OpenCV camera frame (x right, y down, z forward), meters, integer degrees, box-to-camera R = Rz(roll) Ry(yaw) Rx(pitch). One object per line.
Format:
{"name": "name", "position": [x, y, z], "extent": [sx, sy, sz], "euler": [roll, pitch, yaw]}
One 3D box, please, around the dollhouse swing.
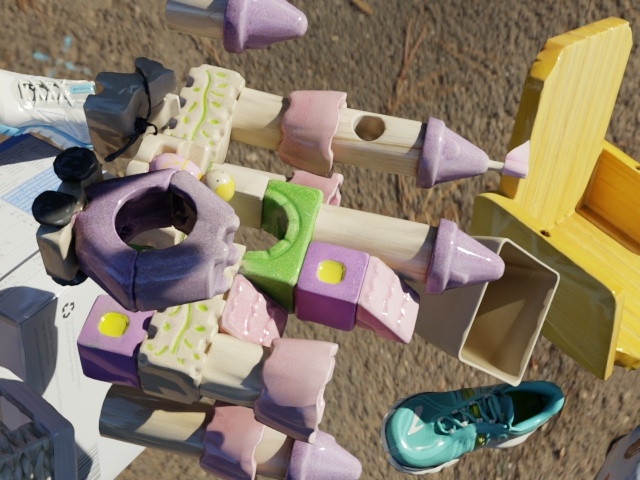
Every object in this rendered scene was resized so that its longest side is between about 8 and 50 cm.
{"name": "dollhouse swing", "position": [0.396, -0.071, 1.386], "extent": [0.315, 0.305, 0.347], "euler": [39, 36, 20]}

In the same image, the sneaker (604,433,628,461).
{"name": "sneaker", "position": [0.495, 0.294, 1.296], "extent": [0.283, 0.124, 0.107], "euler": [23, 55, 3]}

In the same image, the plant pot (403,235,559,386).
{"name": "plant pot", "position": [0.130, 0.054, 0.943], "extent": [0.096, 0.109, 0.109], "euler": [16, 82, 42]}

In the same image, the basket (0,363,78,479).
{"name": "basket", "position": [-0.258, 0.199, 0.815], "extent": [0.113, 0.167, 0.103], "euler": [28, 37, 35]}

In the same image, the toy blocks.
{"name": "toy blocks", "position": [0.000, 0.000, 0.718], "extent": [0.260, 0.309, 0.288], "euler": [13, 56, 6]}

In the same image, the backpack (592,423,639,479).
{"name": "backpack", "position": [0.280, 0.272, 0.780], "extent": [0.276, 0.263, 0.213], "euler": [43, 124, 10]}

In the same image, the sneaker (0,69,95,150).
{"name": "sneaker", "position": [-0.278, -0.147, 1.098], "extent": [0.083, 0.191, 0.071], "euler": [-27, 70, 27]}

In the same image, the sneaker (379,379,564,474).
{"name": "sneaker", "position": [0.199, 0.229, 1.391], "extent": [0.275, 0.110, 0.107], "euler": [-11, 72, -31]}

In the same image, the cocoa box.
{"name": "cocoa box", "position": [-0.315, 0.101, 1.179], "extent": [0.228, 0.347, 0.231], "euler": [26, 44, 22]}
